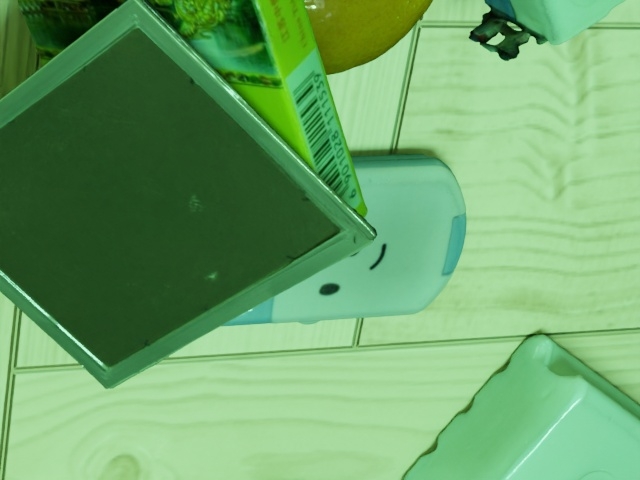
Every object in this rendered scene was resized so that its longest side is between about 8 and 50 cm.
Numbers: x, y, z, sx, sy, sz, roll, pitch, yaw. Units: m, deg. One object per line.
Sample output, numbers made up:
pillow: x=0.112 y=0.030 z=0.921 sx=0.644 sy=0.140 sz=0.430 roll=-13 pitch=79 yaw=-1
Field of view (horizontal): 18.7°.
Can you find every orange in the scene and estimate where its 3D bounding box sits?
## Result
orange: x=-0.003 y=-0.177 z=1.155 sx=0.156 sy=0.124 sz=0.156 roll=-8 pitch=106 yaw=-30

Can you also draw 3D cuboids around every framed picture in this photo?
framed picture: x=-0.116 y=-0.020 z=1.148 sx=0.252 sy=0.014 sz=0.197 roll=-30 pitch=113 yaw=39

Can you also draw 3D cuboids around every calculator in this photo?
calculator: x=0.000 y=0.000 z=1.311 sx=0.210 sy=0.039 sz=0.121 roll=-2 pitch=118 yaw=-23

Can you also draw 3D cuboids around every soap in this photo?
soap: x=0.211 y=0.204 z=1.497 sx=0.160 sy=0.087 sz=0.265 roll=-48 pitch=126 yaw=8

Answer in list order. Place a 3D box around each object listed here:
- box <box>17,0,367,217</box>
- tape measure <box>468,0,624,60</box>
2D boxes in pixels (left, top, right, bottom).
box: x=-0.096 y=-0.147 z=1.098 sx=0.047 sy=0.187 sz=0.335 roll=-49 pitch=135 yaw=-37
tape measure: x=0.147 y=-0.299 z=1.147 sx=0.215 sy=0.098 sz=0.351 roll=-32 pitch=132 yaw=-17
